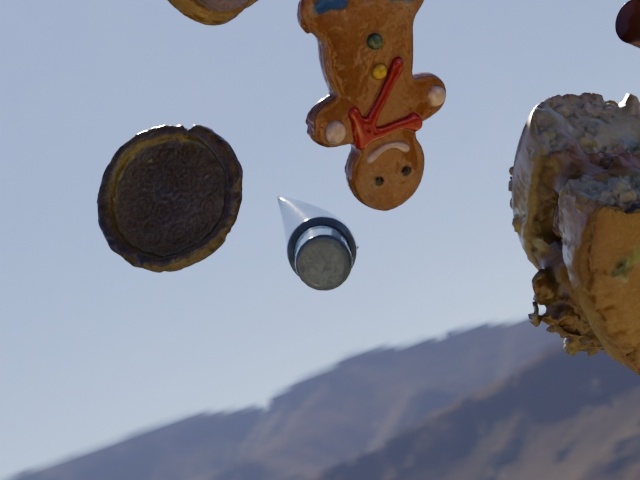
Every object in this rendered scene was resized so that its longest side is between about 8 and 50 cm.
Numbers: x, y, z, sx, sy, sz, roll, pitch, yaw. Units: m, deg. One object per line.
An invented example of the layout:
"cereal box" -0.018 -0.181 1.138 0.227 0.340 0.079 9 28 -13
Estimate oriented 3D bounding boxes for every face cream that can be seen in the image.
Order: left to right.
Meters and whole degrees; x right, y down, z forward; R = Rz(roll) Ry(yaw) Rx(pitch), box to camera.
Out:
"face cream" 0.000 0.000 2.252 0.086 0.135 0.385 -58 5 6

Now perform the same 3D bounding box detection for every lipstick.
"lipstick" 0.477 -0.215 2.058 0.356 0.057 0.057 13 -30 -43

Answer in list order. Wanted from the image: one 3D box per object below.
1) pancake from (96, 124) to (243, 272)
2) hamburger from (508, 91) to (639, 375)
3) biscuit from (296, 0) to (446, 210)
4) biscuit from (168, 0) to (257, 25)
"pancake" -0.180 -0.054 2.072 0.199 0.199 0.021 -22 -27 11
"hamburger" 0.373 0.013 1.860 0.445 0.268 0.287 6 -58 -31
"biscuit" 0.077 -0.189 2.279 0.205 0.324 0.049 -15 25 -24
"biscuit" -0.171 -0.339 2.009 0.249 0.184 0.035 35 -46 -23
